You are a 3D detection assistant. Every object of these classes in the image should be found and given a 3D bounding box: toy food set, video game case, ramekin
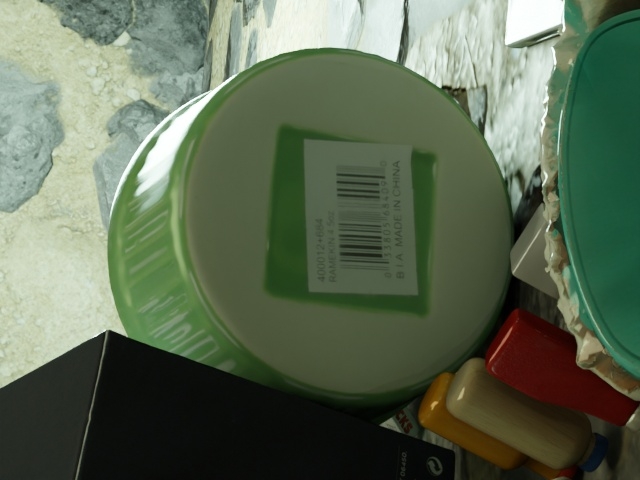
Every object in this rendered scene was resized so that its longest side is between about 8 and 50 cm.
[{"bbox_3d":[0.158,0.054,0.868,0.232,0.104,0.111,-60,5,18],"label":"toy food set"},{"bbox_3d":[0.173,-0.227,1.069,0.143,0.019,0.157,-178,94,-79],"label":"video game case"},{"bbox_3d":[0.000,0.000,1.114,0.148,0.303,0.303,147,129,-66],"label":"ramekin"}]

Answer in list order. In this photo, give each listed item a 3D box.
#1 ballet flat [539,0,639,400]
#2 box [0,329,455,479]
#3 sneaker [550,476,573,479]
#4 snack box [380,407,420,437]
[{"bbox_3d":[0.188,-0.104,0.730,0.147,0.147,0.409,122,155,-65],"label":"ballet flat"},{"bbox_3d":[-0.108,0.217,1.055,0.296,0.294,0.183,-27,49,50],"label":"box"},{"bbox_3d":[0.121,0.192,0.896,0.232,0.090,0.115,27,94,56],"label":"sneaker"},{"bbox_3d":[0.027,0.105,1.263,0.064,0.022,0.178,19,147,47],"label":"snack box"}]
